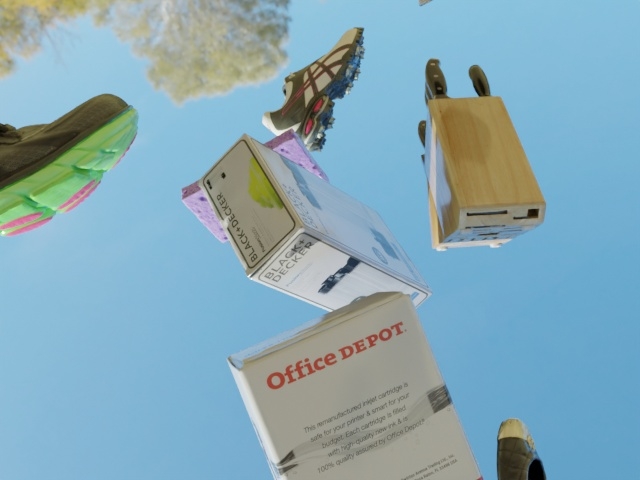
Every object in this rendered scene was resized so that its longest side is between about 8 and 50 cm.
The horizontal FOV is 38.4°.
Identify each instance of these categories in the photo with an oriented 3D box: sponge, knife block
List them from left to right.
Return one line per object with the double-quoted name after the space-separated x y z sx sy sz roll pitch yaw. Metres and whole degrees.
-0.101 -0.082 1.436 0.210 0.117 0.031 -27 -140 17 "sponge"
0.168 -0.116 1.039 0.088 0.242 0.276 -4 174 -1 "knife block"

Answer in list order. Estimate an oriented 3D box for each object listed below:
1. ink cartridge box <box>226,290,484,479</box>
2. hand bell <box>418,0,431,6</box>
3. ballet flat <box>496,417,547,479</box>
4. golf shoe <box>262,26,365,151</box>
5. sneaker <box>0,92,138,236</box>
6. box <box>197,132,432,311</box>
0.042 0.212 0.980 0.197 0.273 0.114 -22 -176 -13 "ink cartridge box"
0.106 -0.406 1.049 0.126 0.242 0.126 -31 -168 7 "hand bell"
0.169 0.210 0.680 0.049 0.057 0.173 -32 -131 27 "ballet flat"
-0.003 -0.294 1.677 0.120 0.105 0.273 23 -114 12 "golf shoe"
-0.442 -0.087 1.074 0.482 0.202 0.185 -23 178 -19 "sneaker"
0.000 0.000 1.132 0.087 0.290 0.169 -44 -129 16 "box"
